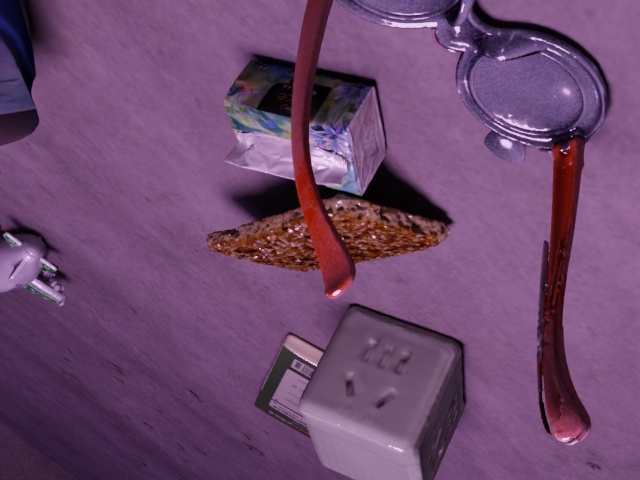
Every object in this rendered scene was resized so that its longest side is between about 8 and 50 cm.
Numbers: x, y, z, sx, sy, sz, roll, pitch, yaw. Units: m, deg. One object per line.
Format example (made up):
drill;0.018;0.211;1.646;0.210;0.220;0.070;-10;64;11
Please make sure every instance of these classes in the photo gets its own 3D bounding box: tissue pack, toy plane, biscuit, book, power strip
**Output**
tissue pack;-0.016;-0.082;0.731;0.111;0.079;0.085;17;150;22
toy plane;-0.431;0.034;1.303;0.174;0.080;0.174;24;153;13
biscuit;0.000;0.000;0.850;0.131;0.025;0.231;13;165;-33
book;0.018;0.227;1.260;0.202;0.027;0.264;27;151;2
power strip;0.077;0.201;1.046;0.139;0.140;0.224;17;151;20

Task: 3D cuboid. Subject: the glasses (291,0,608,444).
glasses;0.065;-0.037;0.538;0.234;0.268;0.118;35;144;-29

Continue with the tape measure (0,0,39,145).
tape measure;-0.372;-0.178;0.731;0.259;0.138;0.262;-10;159;-12
